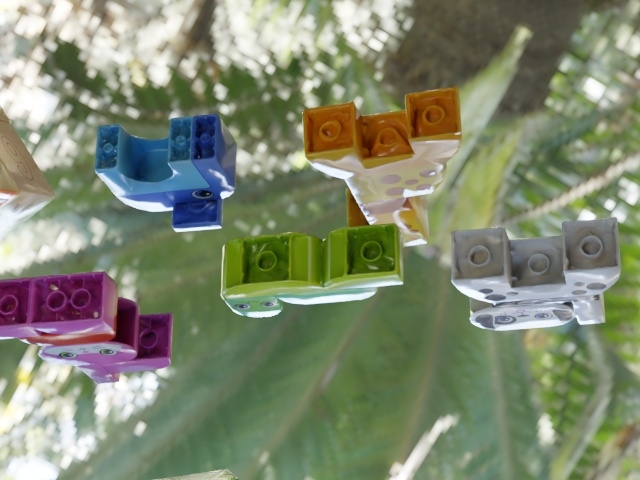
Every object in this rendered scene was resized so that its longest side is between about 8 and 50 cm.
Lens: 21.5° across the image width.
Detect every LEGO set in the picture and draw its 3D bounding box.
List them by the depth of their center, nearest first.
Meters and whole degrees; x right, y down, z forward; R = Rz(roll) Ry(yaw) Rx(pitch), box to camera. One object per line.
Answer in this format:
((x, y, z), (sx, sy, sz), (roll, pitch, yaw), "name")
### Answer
((0.000, 0.000, 0.634), (0.227, 0.087, 0.093), (-5, 156, 13), "LEGO set")

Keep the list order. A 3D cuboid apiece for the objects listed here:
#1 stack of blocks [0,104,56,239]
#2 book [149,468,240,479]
((-0.247, -0.014, 0.661), (0.087, 0.171, 0.297), (57, -170, 10), "stack of blocks")
((-0.101, 0.134, 0.759), (0.144, 0.035, 0.096), (-8, -178, -14), "book")
